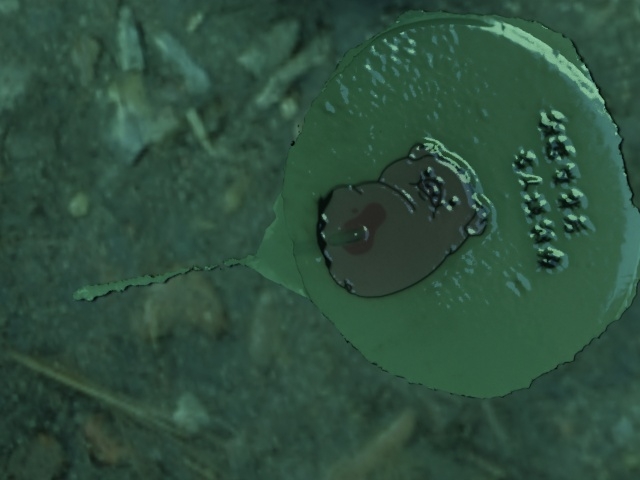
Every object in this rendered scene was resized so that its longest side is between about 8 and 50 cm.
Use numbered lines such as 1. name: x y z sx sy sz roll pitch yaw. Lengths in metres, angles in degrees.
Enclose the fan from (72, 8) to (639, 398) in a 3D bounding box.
1. fan: 0.000 0.000 0.683 0.310 0.010 0.182 -15 92 28
